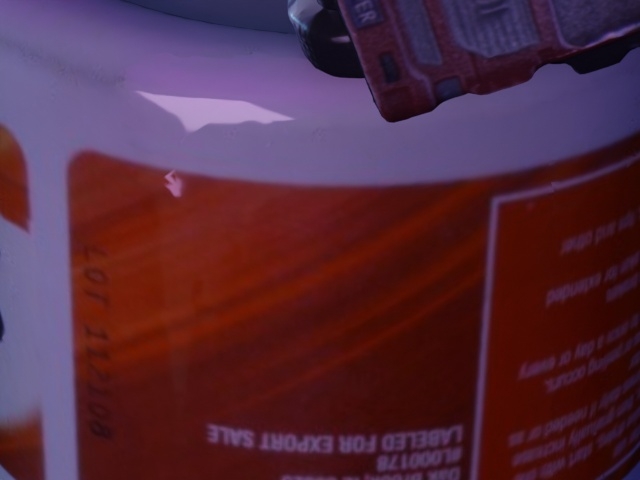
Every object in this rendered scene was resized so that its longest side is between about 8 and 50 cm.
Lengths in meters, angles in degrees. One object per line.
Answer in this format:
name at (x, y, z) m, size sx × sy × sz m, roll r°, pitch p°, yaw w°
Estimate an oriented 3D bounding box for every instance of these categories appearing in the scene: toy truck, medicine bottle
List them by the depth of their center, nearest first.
toy truck at (0.037, -0.154, 0.555) m, size 0.135 × 0.270 × 0.114 m, roll -17°, pitch 130°, yaw 8°
medicine bottle at (0.000, 0.000, 0.683) m, size 0.252 × 0.252 × 0.241 m, roll 15°, pitch 121°, yaw 26°
